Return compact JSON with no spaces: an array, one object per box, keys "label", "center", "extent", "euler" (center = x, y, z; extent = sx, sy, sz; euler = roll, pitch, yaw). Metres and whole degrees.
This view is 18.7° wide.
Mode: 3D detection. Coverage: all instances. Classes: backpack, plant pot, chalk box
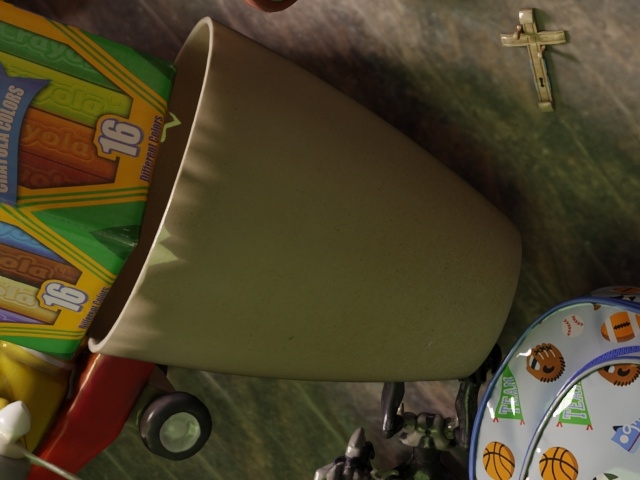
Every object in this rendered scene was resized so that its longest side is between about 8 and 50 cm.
[{"label":"backpack","center":[0.242,0.163,1.411],"extent":[0.263,0.213,0.276],"euler":[27,99,24]},{"label":"plant pot","center":[0.000,0.000,1.436],"extent":[0.274,0.256,0.256],"euler":[18,132,-13]},{"label":"chalk box","center":[-0.277,-0.064,1.407],"extent":[0.289,0.180,0.179],"euler":[19,142,-15]}]

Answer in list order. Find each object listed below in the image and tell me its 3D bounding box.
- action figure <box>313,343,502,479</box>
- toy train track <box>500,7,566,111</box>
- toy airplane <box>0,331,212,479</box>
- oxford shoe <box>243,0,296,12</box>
[{"label":"action figure","center":[0.077,0.197,1.595],"extent":[0.164,0.141,0.275],"euler":[11,125,14]},{"label":"toy train track","center":[0.155,-0.127,1.400],"extent":[0.048,0.014,0.083],"euler":[-1,124,25]},{"label":"toy airplane","center":[-0.311,0.161,1.577],"extent":[0.386,0.384,0.272],"euler":[-14,129,34]},{"label":"oxford shoe","center":[-0.112,-0.313,1.334],"extent":[0.130,0.123,0.348],"euler":[2,125,49]}]
